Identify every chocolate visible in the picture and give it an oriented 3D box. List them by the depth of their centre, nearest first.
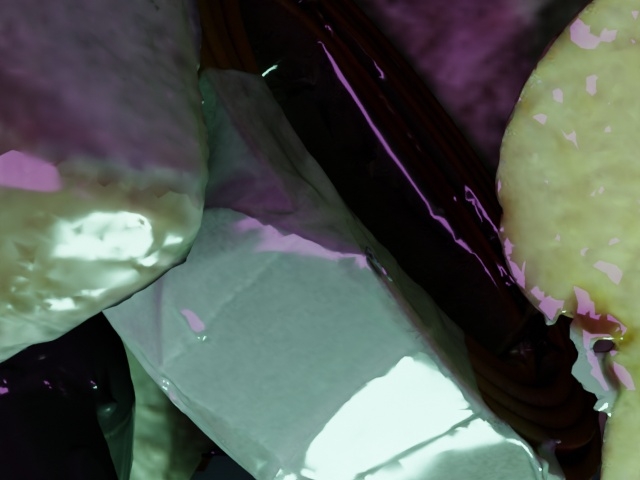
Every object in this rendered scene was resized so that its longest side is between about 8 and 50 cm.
[{"bbox_3d":[-0.137,-0.108,0.453,0.185,0.303,0.100,-27,148,35],"label":"chocolate"}]

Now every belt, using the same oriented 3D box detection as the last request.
[{"bbox_3d":[0.000,0.000,0.511,0.105,0.184,0.261,-30,99,24],"label":"belt"}]

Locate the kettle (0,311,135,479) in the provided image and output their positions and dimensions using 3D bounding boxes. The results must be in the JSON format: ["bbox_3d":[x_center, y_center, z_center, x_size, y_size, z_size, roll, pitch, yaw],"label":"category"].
[{"bbox_3d":[-0.182,0.127,0.593,0.207,0.251,0.271,29,110,-7],"label":"kettle"}]

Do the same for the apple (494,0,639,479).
[{"bbox_3d":[0.211,0.012,0.473,0.251,0.163,0.293,-1,109,29],"label":"apple"}]

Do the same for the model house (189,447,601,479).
[{"bbox_3d":[0.038,0.203,0.580,0.271,0.206,0.178,0,113,14],"label":"model house"}]
